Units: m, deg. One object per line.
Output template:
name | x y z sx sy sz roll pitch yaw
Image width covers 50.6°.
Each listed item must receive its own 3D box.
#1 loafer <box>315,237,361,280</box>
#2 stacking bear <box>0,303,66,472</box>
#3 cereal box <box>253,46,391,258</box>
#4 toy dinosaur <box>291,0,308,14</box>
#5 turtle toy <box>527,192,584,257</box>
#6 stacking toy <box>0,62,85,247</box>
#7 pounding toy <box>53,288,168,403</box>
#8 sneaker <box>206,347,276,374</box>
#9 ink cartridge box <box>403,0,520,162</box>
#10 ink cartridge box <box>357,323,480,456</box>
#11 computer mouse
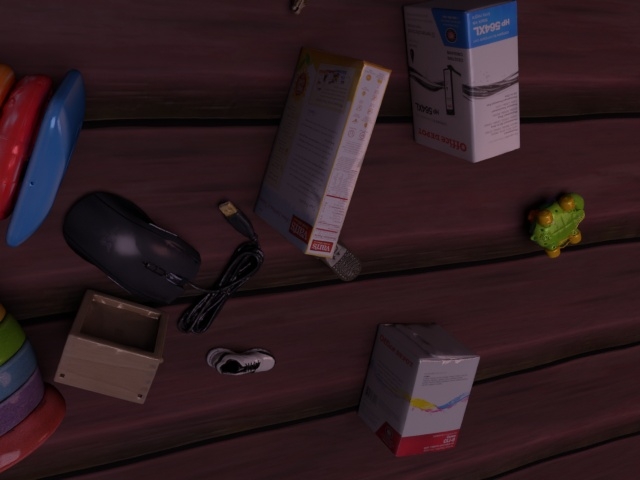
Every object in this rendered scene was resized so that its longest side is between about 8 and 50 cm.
loafer | 0.000 0.000 0.993 0.056 0.050 0.148 -40 107 -12
stacking bear | -0.423 0.110 0.752 0.175 0.164 0.289 -42 117 -46
cereal box | -0.005 -0.118 0.868 0.047 0.173 0.240 9 106 -31
toy dinosaur | -0.003 -0.379 0.847 0.092 0.053 0.183 26 104 -48
turtle toy | 0.413 -0.037 1.180 0.130 0.066 0.095 -31 121 -14
stacking toy | -0.406 -0.130 0.682 0.302 0.166 0.175 18 112 -20
pounding toy | -0.257 0.140 0.871 0.130 0.141 0.100 19 111 -15
sneaker | -0.114 0.186 1.009 0.109 0.044 0.040 5 105 -31
ink cartridge box | 0.196 -0.226 0.943 0.086 0.148 0.203 -19 117 -21
ink cartridge box | 0.160 0.241 1.123 0.127 0.128 0.176 2 109 -28
computer mouse | -0.187 0.009 0.889 0.184 0.060 0.262 -46 123 -3
